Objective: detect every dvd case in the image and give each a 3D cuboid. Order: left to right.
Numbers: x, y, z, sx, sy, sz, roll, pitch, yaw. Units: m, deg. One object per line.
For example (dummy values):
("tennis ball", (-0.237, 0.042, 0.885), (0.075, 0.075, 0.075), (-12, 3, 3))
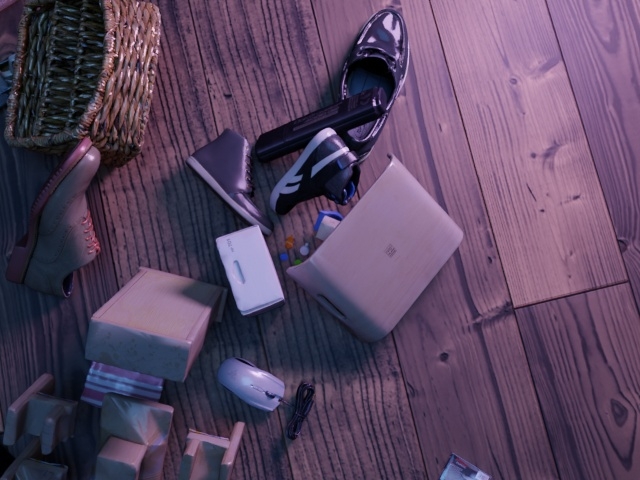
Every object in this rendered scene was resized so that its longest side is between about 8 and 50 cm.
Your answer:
("dvd case", (0.258, 0.477, 1.182), (0.087, 0.013, 0.119), (30, 82, 1))

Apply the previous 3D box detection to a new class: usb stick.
("usb stick", (-0.005, -0.216, 1.181), (0.278, 0.045, 0.077), (-18, 40, 26))

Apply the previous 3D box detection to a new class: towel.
("towel", (-0.354, 0.226, 1.178), (0.144, 0.029, 0.197), (16, 84, -1))

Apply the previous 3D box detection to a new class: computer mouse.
("computer mouse", (-0.107, 0.286, 1.173), (0.193, 0.042, 0.106), (27, 82, 1))

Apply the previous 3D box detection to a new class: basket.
("basket", (-0.427, -0.303, 1.122), (0.223, 0.213, 0.299), (11, 80, -30))

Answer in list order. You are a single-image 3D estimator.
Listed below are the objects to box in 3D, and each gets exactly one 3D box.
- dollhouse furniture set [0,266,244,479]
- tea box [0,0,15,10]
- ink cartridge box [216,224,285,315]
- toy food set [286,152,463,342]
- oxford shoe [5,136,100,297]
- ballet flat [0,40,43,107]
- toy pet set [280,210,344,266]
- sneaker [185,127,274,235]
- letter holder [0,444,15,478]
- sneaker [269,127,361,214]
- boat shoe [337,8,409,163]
("dollhouse furniture set", (-0.305, 0.281, 1.086), (0.362, 0.256, 0.394), (14, 106, 0))
("tea box", (-0.638, -0.677, 1.194), (0.329, 0.220, 0.323), (-39, 86, -8))
("ink cartridge box", (-0.122, 0.061, 1.131), (0.082, 0.191, 0.140), (-19, 84, -6))
("toy food set", (0.110, 0.014, 1.187), (0.220, 0.092, 0.306), (45, 77, -20))
("oxford shoe", (-0.440, -0.032, 1.104), (0.130, 0.348, 0.123), (29, 37, -14))
("ballet flat", (-0.598, -0.330, 1.217), (0.221, 0.079, 0.077), (-34, 82, -7))
("toy pet set", (0.000, 0.000, 1.226), (0.122, 0.065, 0.114), (22, 116, 3))
("sneaker", (-0.147, -0.117, 1.210), (0.222, 0.083, 0.118), (45, 81, 5))
("letter holder", (-0.725, 0.379, 1.071), (0.302, 0.152, 0.214), (43, 84, 3))
("sneaker", (-0.007, -0.091, 1.158), (0.121, 0.217, 0.079), (49, 41, 12))
("boat shoe", (0.102, -0.323, 1.240), (0.127, 0.113, 0.340), (23, 81, 0))
